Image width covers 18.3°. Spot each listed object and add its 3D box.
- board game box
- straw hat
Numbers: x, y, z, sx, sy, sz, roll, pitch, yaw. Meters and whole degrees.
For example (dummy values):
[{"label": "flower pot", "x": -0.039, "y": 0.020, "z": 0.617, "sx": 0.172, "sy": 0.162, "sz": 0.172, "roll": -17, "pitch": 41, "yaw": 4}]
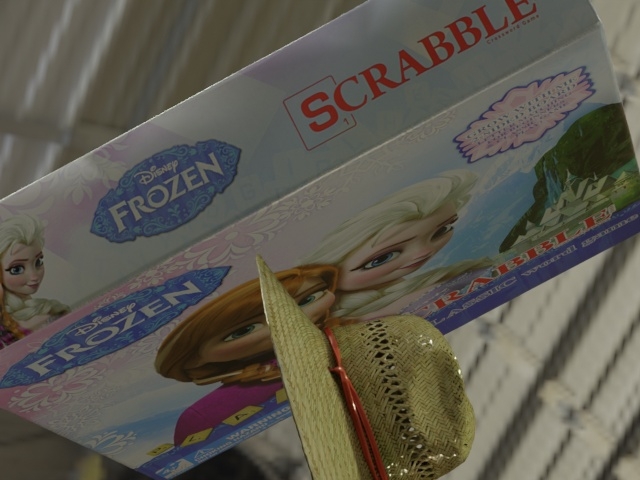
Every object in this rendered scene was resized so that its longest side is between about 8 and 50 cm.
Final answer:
[{"label": "board game box", "x": 0.000, "y": 0.000, "z": 0.975, "sx": 0.319, "sy": 0.318, "sz": 0.066, "roll": -29, "pitch": -109, "yaw": 5}, {"label": "straw hat", "x": 0.024, "y": 0.061, "z": 0.737, "sx": 0.061, "sy": 0.144, "sz": 0.144, "roll": -17, "pitch": -117, "yaw": 1}]
